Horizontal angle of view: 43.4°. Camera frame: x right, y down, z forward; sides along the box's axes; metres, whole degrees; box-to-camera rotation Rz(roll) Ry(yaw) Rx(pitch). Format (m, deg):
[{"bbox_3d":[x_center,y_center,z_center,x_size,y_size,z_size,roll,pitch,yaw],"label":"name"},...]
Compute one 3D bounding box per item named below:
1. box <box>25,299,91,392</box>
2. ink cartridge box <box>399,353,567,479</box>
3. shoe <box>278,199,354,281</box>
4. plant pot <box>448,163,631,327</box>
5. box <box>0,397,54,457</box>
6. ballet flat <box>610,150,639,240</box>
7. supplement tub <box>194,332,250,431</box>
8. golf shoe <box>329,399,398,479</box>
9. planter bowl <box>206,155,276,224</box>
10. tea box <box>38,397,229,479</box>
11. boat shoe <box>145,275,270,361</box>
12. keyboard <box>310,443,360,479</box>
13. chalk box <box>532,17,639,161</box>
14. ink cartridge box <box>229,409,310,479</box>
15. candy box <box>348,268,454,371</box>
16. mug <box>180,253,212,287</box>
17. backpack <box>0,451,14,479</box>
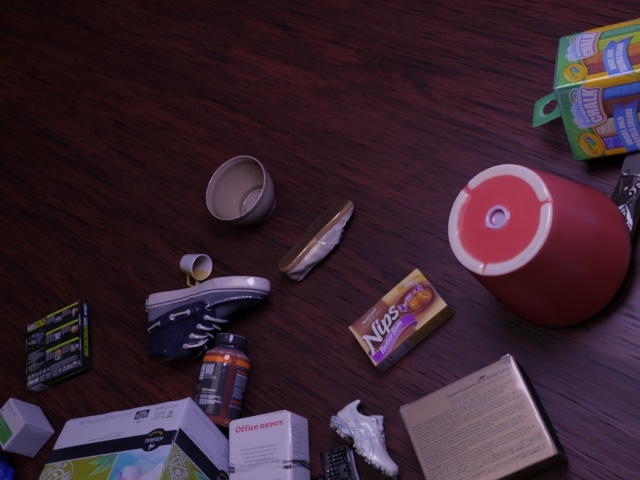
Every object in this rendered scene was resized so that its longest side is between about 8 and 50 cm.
[{"bbox_3d":[-0.668,0.270,2.045,0.190,0.045,0.184,-24,55,20],"label":"box"},{"bbox_3d":[0.284,0.343,1.422,0.234,0.088,0.193,-30,55,16],"label":"ink cartridge box"},{"bbox_3d":[0.000,0.000,1.775,0.219,0.058,0.076,-46,22,-1],"label":"shoe"},{"bbox_3d":[0.367,-0.005,1.407,0.274,0.243,0.275,-17,64,38],"label":"plant pot"},{"bbox_3d":[-0.726,0.456,1.956,0.087,0.102,0.101,-49,52,-1],"label":"box"},{"bbox_3d":[0.552,-0.048,1.473,0.084,0.058,0.250,20,84,39],"label":"ballet flat"},{"bbox_3d":[-0.208,0.302,1.721,0.106,0.106,0.198,-1,67,30],"label":"supplement tub"},{"bbox_3d":[0.098,0.374,1.534,0.086,0.069,0.176,-45,56,-6],"label":"golf shoe"},{"bbox_3d":[-0.171,-0.103,1.883,0.162,0.109,0.162,-12,63,25],"label":"planter bowl"},{"bbox_3d":[-0.378,0.521,1.584,0.328,0.220,0.324,-16,37,24],"label":"tea box"},{"bbox_3d":[-0.253,0.183,1.804,0.340,0.127,0.158,-15,68,33],"label":"boat shoe"},{"bbox_3d":[0.032,0.491,1.534,0.100,0.038,0.192,-25,57,18],"label":"keyboard"},{"bbox_3d":[0.531,-0.276,1.477,0.288,0.179,0.180,-8,41,27],"label":"chalk box"},{"bbox_3d":[-0.101,0.455,1.597,0.148,0.086,0.203,-15,61,25],"label":"ink cartridge box"},{"bbox_3d":[0.160,0.159,1.603,0.186,0.053,0.109,-40,54,7],"label":"candy box"},{"bbox_3d":[-0.306,0.066,1.917,0.064,0.062,0.078,11,67,42],"label":"mug"},{"bbox_3d":[-0.802,0.569,1.952,0.098,0.101,0.120,-50,21,-3],"label":"backpack"}]
